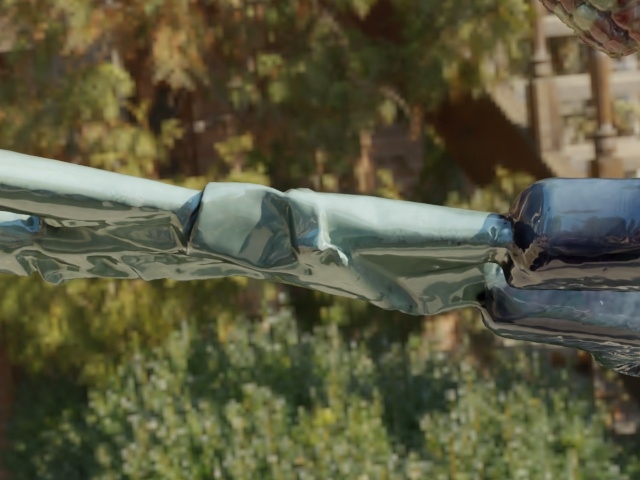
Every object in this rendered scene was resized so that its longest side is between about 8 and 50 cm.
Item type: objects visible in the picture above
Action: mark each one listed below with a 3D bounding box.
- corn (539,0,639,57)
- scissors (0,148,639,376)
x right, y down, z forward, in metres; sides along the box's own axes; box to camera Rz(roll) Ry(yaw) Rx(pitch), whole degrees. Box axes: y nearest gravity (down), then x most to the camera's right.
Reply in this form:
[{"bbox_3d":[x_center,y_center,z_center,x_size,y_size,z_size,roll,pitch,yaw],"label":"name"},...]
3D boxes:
[{"bbox_3d":[0.082,-0.180,0.657,0.079,0.237,0.079,-41,2,2],"label":"corn"},{"bbox_3d":[0.000,0.000,0.397,0.384,0.029,0.256,6,-15,-1],"label":"scissors"}]
